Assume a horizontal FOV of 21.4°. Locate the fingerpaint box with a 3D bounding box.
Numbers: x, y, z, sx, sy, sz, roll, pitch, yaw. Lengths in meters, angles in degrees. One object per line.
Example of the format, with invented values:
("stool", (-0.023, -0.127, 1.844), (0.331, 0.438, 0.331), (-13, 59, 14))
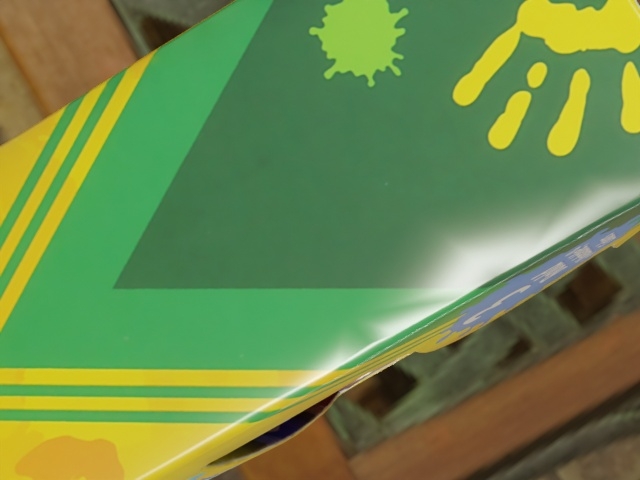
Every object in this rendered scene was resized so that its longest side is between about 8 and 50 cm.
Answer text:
("fingerpaint box", (0.000, 0.000, 0.879), (0.163, 0.371, 0.445), (61, -172, 5))
